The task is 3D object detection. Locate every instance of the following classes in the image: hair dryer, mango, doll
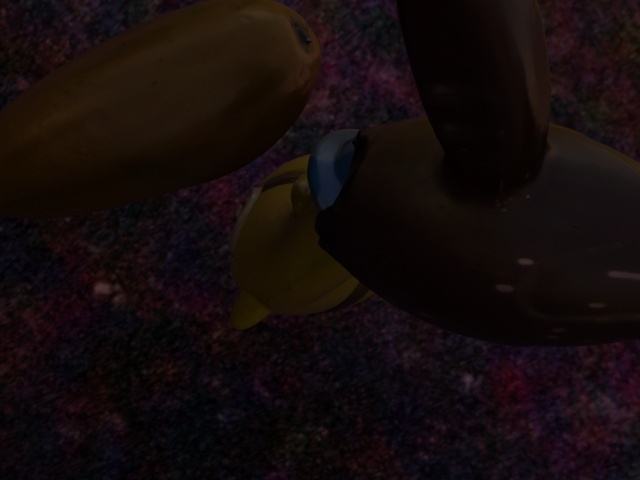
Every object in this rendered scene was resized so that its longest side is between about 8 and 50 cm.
[{"bbox_3d":[0.116,-0.056,0.409,0.123,0.313,0.340,-65,150,-26],"label":"hair dryer"},{"bbox_3d":[-0.118,-0.082,0.643,0.138,0.253,0.113,-106,172,-86],"label":"mango"},{"bbox_3d":[0.000,0.000,0.795,0.145,0.363,0.199,38,80,-5],"label":"doll"}]
